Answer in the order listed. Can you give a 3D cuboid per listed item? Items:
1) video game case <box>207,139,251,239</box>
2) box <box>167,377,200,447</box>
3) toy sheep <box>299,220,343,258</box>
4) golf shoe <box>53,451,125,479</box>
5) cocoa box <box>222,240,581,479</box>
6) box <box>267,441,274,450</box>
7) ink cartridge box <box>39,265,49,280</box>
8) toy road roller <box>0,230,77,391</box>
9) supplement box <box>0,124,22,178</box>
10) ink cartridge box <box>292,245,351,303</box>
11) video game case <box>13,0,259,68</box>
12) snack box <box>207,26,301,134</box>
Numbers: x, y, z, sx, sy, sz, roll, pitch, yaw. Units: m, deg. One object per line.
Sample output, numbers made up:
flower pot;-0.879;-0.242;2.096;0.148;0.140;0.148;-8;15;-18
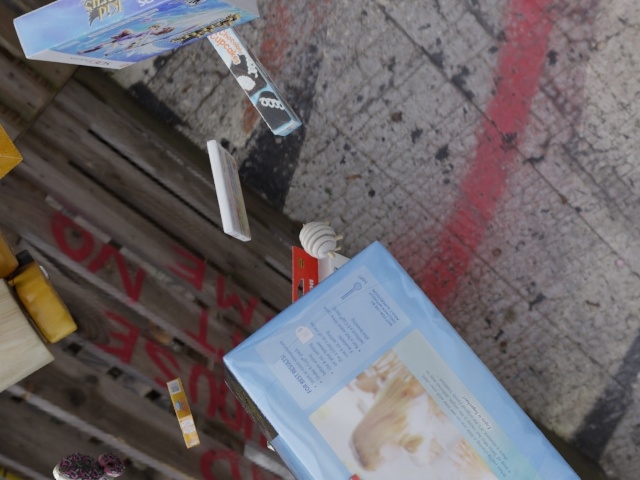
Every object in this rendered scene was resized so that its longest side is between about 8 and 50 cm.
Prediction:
video game case;-0.227;-0.119;1.682;0.026;0.206;0.227;-13;83;5
box;-0.253;0.325;1.243;0.028;0.081;0.136;-17;141;-17
toy sheep;0.000;0.000;1.579;0.091;0.132;0.091;-20;131;-25
golf shoe;-0.475;0.476;1.347;0.086;0.067;0.186;-42;154;3
cocoa box;0.074;0.221;0.796;0.231;0.228;0.347;-36;79;-16
box;0.057;0.373;1.401;0.262;0.126;0.231;-37;124;18
ink cartridge box;-0.696;0.162;1.561;0.046;0.207;0.097;16;160;-6
toy road roller;-0.469;0.054;0.844;0.202;0.329;0.240;-33;113;-19
supplement box;-0.801;-0.180;1.440;0.194;0.191;0.129;13;140;28
ink cartridge box;0.017;0.163;1.967;0.060;0.275;0.239;-17;154;35
video game case;-0.255;-0.327;0.985;0.270;0.244;0.061;-15;97;17
snack box;-0.163;-0.391;1.557;0.060;0.187;0.322;-34;95;7
